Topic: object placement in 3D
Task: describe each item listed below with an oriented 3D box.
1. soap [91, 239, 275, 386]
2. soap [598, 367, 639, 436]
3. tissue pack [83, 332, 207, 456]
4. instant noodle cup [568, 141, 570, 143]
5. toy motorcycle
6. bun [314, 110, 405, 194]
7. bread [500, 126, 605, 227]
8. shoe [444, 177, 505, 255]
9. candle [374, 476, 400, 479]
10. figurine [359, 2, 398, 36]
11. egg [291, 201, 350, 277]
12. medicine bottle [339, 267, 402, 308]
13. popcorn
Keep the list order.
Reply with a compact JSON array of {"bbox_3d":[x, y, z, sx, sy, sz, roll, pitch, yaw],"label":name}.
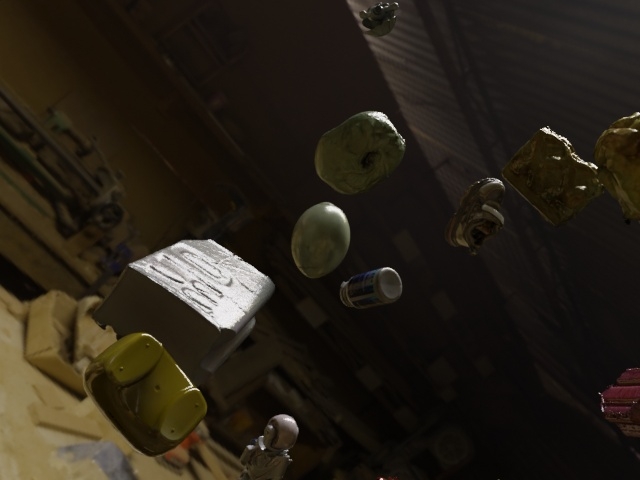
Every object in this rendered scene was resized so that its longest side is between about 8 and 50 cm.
[{"bbox_3d":[-0.360,0.175,1.983,0.350,0.212,0.435,33,19,7],"label":"soap"},{"bbox_3d":[0.802,0.407,1.792,0.099,0.162,0.250,37,-10,5],"label":"soap"},{"bbox_3d":[-0.271,0.235,1.068,0.178,0.123,0.127,53,-42,-8],"label":"tissue pack"},{"bbox_3d":[0.711,-0.236,2.155,0.151,0.152,0.122,77,14,-87],"label":"instant noodle cup"},{"bbox_3d":[-0.115,0.494,1.559,0.113,0.254,0.112,20,29,-11],"label":"toy motorcycle"},{"bbox_3d":[0.095,-0.194,1.657,0.221,0.221,0.108,52,10,-52],"label":"bun"},{"bbox_3d":[0.637,-0.175,1.934,0.252,0.196,0.238,51,15,10],"label":"bread"},{"bbox_3d":[0.357,-0.052,1.569,0.089,0.180,0.092,26,13,-31],"label":"shoe"},{"bbox_3d":[0.058,0.683,1.793,0.051,0.329,0.048,54,18,4],"label":"candle"},{"bbox_3d":[0.135,-0.507,1.598,0.082,0.094,0.086,64,15,0],"label":"figurine"},{"bbox_3d":[0.000,0.000,2.273,0.187,0.253,0.186,13,-11,3],"label":"egg"},{"bbox_3d":[0.147,0.149,2.122,0.107,0.107,0.192,51,-36,-15],"label":"medicine bottle"},{"bbox_3d":[0.755,-0.156,1.607,0.286,0.215,0.252,56,6,-5],"label":"popcorn"}]
